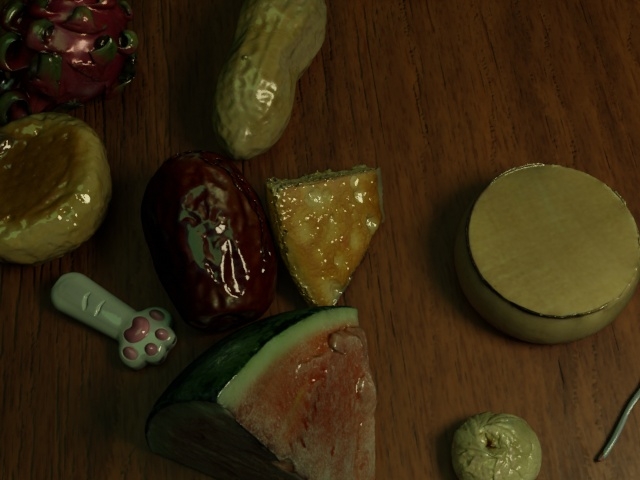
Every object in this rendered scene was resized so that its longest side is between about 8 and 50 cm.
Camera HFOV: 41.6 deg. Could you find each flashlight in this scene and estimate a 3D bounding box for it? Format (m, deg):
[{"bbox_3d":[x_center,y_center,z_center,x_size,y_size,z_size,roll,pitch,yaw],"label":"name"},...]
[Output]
[{"bbox_3d":[-0.294,0.105,1.178,0.200,0.047,0.093,28,71,15],"label":"flashlight"}]

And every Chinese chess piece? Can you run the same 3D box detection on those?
[{"bbox_3d":[0.307,0.016,1.143,0.250,0.103,0.250,-2,65,3],"label":"Chinese chess piece"}]

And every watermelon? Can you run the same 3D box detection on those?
[{"bbox_3d":[-0.064,0.221,1.078,0.283,0.292,0.250,-28,22,-34],"label":"watermelon"}]

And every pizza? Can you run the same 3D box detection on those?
[{"bbox_3d":[0.005,-0.008,1.184,0.188,0.204,0.080,-21,20,-37],"label":"pizza"}]

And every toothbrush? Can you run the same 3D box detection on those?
[{"bbox_3d":[0.411,0.209,1.094,0.019,0.013,0.193,37,72,10],"label":"toothbrush"}]

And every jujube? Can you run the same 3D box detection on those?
[{"bbox_3d":[-0.156,-0.001,1.146,0.183,0.183,0.243,-13,72,-1],"label":"jujube"}]

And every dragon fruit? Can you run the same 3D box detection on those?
[{"bbox_3d":[-0.405,-0.284,1.278,0.273,0.218,0.198,-30,102,-4],"label":"dragon fruit"}]

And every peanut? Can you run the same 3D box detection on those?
[{"bbox_3d":[-0.082,-0.263,1.279,0.149,0.149,0.313,11,69,9],"label":"peanut"}]

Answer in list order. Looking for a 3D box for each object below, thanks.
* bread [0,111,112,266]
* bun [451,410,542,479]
[{"bbox_3d":[-0.414,-0.066,1.221,0.244,0.134,0.244,-3,62,5],"label":"bread"},{"bbox_3d":[0.221,0.266,1.053,0.115,0.069,0.115,-1,67,3],"label":"bun"}]
